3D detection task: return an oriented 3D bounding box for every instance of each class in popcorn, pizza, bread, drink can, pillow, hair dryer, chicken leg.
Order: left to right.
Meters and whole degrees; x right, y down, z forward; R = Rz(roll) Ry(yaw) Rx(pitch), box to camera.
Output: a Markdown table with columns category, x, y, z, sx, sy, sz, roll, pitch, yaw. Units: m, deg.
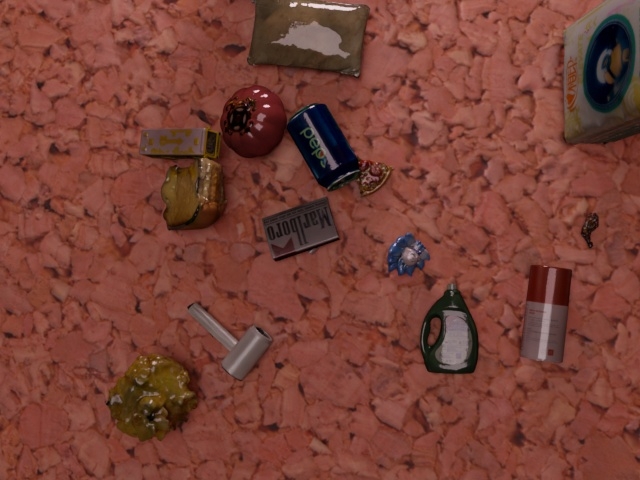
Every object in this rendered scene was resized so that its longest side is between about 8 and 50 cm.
| category | x | y | z | sx | sy | sz | roll | pitch | yaw |
| --- | --- | --- | --- | --- | --- | --- | --- | --- | --- |
| popcorn | -0.414 | 0.390 | 1.677 | 0.189 | 0.169 | 0.218 | 38 | 98 | 9 |
| bread | -0.301 | -0.114 | 1.706 | 0.132 | 0.251 | 0.175 | 1 | 85 | -34 |
| hair dryer | -0.244 | 0.229 | 1.719 | 0.236 | 0.073 | 0.131 | 39 | 92 | 18 |
| pillow | -0.036 | -0.516 | 1.705 | 0.302 | 0.075 | 0.185 | 9 | 91 | 7 |
| drink can | 0.009 | -0.228 | 1.662 | 0.118 | 0.118 | 0.205 | -31 | 82 | 7 |
| pizza | 0.121 | -0.153 | 1.684 | 0.100 | 0.029 | 0.099 | 19 | 91 | 10 |
| chicken leg | 0.631 | -0.025 | 1.595 | 0.036 | 0.021 | 0.083 | 15 | 90 | 1 |

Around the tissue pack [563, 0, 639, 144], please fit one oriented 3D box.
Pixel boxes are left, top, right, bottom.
| category | x | y | z | sx | sy | sz | roll | pitch | yaw |
| --- | --- | --- | --- | --- | --- | --- | --- | --- | --- |
| tissue pack | 0.659 | -0.372 | 1.415 | 0.162 | 0.388 | 0.288 | 1 | 88 | -7 |

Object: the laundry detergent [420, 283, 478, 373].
| category | x | y | z | sx | sy | sz | roll | pitch | yaw |
| --- | --- | --- | --- | --- | --- | --- | --- | --- | --- |
| laundry detergent | 0.305 | 0.209 | 1.619 | 0.137 | 0.063 | 0.211 | -3 | 87 | 16 |

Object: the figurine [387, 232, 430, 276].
| category | x | y | z | sx | sy | sz | roll | pitch | yaw |
| --- | --- | --- | --- | --- | --- | --- | --- | --- | --- |
| figurine | 0.203 | 0.041 | 1.635 | 0.114 | 0.079 | 0.114 | -12 | 120 | -22 |

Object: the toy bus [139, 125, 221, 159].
| category | x | y | z | sx | sy | sz | roll | pitch | yaw |
| --- | --- | --- | --- | --- | --- | --- | --- | --- | --- |
| toy bus | -0.356 | -0.247 | 1.723 | 0.226 | 0.074 | 0.081 | 7 | 87 | 31 |

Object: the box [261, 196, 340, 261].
| category | x | y | z | sx | sy | sz | roll | pitch | yaw |
| --- | --- | --- | --- | --- | --- | --- | --- | --- | --- |
| box | -0.048 | -0.028 | 1.697 | 0.177 | 0.036 | 0.115 | -18 | 74 | 9 |

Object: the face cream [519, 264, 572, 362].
| category | x | y | z | sx | sy | sz | roll | pitch | yaw |
| --- | --- | --- | --- | --- | --- | --- | --- | --- | --- |
| face cream | 0.521 | 0.168 | 1.567 | 0.095 | 0.096 | 0.214 | 7 | 88 | 10 |

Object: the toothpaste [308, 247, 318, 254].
| category | x | y | z | sx | sy | sz | roll | pitch | yaw |
| --- | --- | --- | --- | --- | --- | --- | --- | --- | --- |
| toothpaste | 0.000 | 0.000 | 1.705 | 0.024 | 0.015 | 0.083 | 42 | 89 | 1 |

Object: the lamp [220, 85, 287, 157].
| category | x | y | z | sx | sy | sz | roll | pitch | yaw |
| --- | --- | --- | --- | --- | --- | --- | --- | --- | --- |
| lamp | -0.162 | -0.293 | 1.690 | 0.181 | 0.140 | 0.182 | -4 | 82 | 31 |
